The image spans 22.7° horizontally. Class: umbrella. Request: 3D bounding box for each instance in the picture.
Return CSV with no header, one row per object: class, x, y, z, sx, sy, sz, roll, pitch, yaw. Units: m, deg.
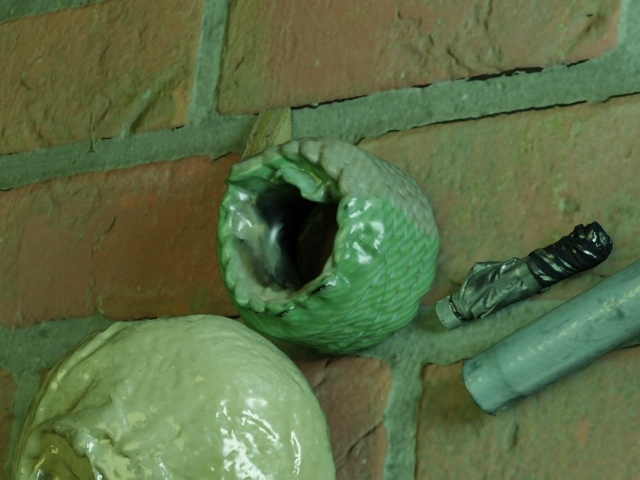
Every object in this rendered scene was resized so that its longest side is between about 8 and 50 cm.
umbrella,0.190,0.032,1.509,0.188,0.046,0.050,-29,54,33

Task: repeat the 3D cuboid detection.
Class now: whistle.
whistle,0.264,0.062,1.426,0.312,0.062,0.062,-33,56,26

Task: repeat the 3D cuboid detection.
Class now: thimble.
thimble,0.000,0.000,1.600,0.219,0.150,0.219,-14,67,34

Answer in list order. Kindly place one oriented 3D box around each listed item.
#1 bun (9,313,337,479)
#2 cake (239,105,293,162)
bun,-0.159,0.242,1.547,0.349,0.227,0.352,-46,65,35
cake,-0.059,-0.103,1.750,0.052,0.065,0.121,-16,58,31
